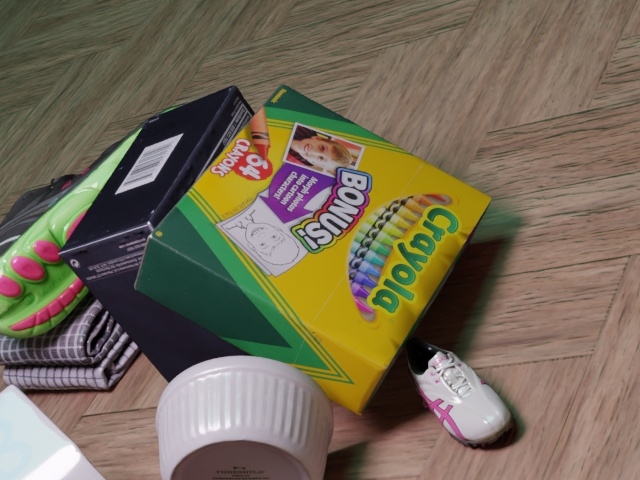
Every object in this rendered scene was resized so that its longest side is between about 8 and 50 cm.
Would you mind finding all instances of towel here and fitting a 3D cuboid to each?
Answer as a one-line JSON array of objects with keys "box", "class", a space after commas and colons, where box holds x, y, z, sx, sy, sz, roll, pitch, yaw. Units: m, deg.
[{"box": [-0.346, 0.095, 2.480, 0.235, 0.121, 0.283, -7, 38, 40], "class": "towel"}]

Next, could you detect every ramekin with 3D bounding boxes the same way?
[{"box": [-0.088, 0.240, 1.884, 0.207, 0.207, 0.109, -24, 38, 19], "class": "ramekin"}]

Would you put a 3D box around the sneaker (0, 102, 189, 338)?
[{"box": [-0.334, -0.057, 2.415, 0.483, 0.185, 0.202, -37, 36, -25], "class": "sneaker"}]

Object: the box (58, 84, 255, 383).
[{"box": [-0.147, 0.010, 2.207, 0.183, 0.294, 0.296, -17, 31, 37], "class": "box"}]

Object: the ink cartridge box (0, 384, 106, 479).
[{"box": [-0.356, 0.387, 1.913, 0.308, 0.091, 0.385, -43, 51, -15], "class": "ink cartridge box"}]

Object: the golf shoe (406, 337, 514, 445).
[{"box": [0.148, 0.170, 1.856, 0.067, 0.086, 0.186, -38, 29, -12], "class": "golf shoe"}]

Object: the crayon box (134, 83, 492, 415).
[{"box": [0.000, 0.000, 2.021, 0.363, 0.313, 0.106, -54, -11, -46], "class": "crayon box"}]
